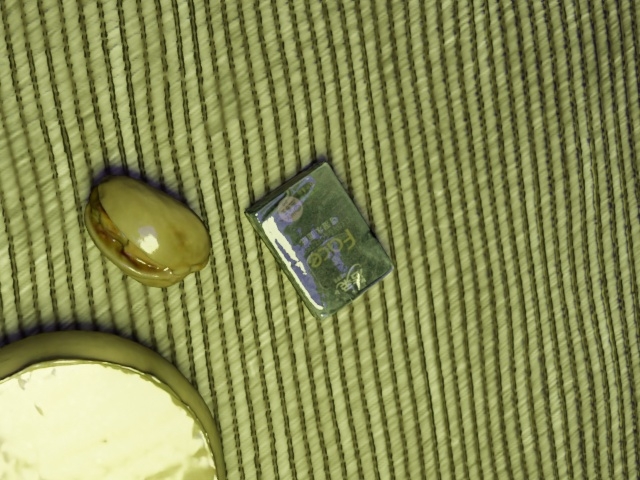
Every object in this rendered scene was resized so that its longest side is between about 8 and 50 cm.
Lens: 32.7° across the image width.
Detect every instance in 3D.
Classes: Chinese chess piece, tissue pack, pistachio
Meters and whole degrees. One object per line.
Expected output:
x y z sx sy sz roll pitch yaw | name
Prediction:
-0.270 0.267 1.188 0.338 0.140 0.338 -2 97 -15 | Chinese chess piece
0.000 0.000 1.277 0.112 0.051 0.156 -35 102 -10 | tissue pack
-0.190 -0.012 1.204 0.149 0.113 0.113 45 83 -7 | pistachio
